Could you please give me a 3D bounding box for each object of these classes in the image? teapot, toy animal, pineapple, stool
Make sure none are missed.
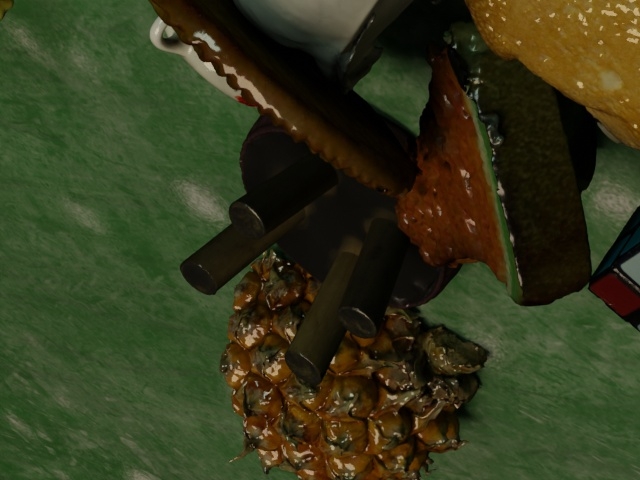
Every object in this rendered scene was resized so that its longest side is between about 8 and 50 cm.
[{"bbox_3d":[-0.094,-0.195,1.687,0.145,0.092,0.226,47,-168,25],"label":"teapot"},{"bbox_3d":[-0.047,-0.306,1.448,0.357,0.194,0.258,44,161,8],"label":"toy animal"},{"bbox_3d":[0.037,0.190,1.990,0.286,0.209,0.344,-2,130,49],"label":"pineapple"},{"bbox_3d":[0.000,0.000,1.800,0.272,0.178,0.272,27,147,20],"label":"stool"}]

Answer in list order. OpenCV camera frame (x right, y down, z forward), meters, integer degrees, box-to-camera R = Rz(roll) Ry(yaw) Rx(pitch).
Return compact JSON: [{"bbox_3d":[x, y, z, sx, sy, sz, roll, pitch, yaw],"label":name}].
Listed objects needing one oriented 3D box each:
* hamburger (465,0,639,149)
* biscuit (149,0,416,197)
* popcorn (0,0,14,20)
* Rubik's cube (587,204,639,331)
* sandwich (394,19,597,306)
[{"bbox_3d":[0.252,-0.191,1.265,0.290,0.170,0.314,42,152,1],"label":"hamburger"},{"bbox_3d":[-0.040,-0.149,1.495,0.318,0.040,0.318,41,-170,-9],"label":"biscuit"},{"bbox_3d":[-0.447,-0.313,1.854,0.266,0.192,0.233,17,142,4],"label":"popcorn"},{"bbox_3d":[0.350,0.009,1.440,0.163,0.160,0.162,40,150,-3],"label":"Rubik's cube"},{"bbox_3d":[0.170,-0.070,1.555,0.301,0.162,0.250,166,89,-73],"label":"sandwich"}]
